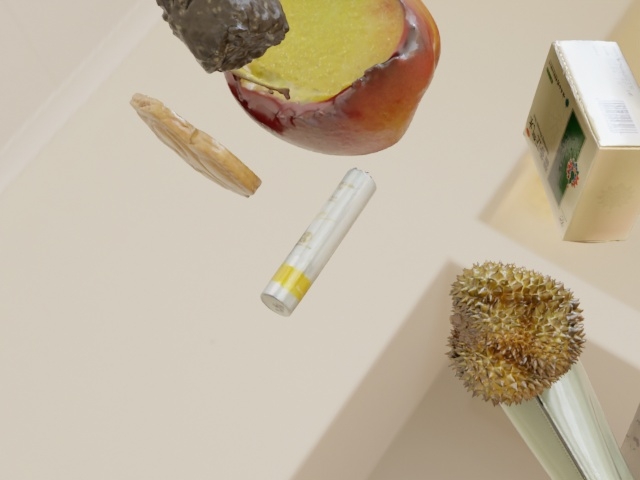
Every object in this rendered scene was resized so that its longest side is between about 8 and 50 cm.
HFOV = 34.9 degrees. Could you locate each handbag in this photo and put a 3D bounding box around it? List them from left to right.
[{"bbox_3d":[0.344,0.280,1.234,0.109,0.315,0.241,-38,-18,14],"label":"handbag"}]

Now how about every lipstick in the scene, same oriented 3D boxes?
[{"bbox_3d":[0.000,0.000,1.583,0.264,0.059,0.059,-54,-21,-24],"label":"lipstick"}]

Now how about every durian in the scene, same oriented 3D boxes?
[{"bbox_3d":[0.211,0.105,1.126,0.137,0.168,0.158,-95,22,-60],"label":"durian"}]

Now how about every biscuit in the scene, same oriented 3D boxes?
[{"bbox_3d":[-0.241,-0.174,1.894,0.051,0.376,0.269,-51,-55,-6],"label":"biscuit"}]

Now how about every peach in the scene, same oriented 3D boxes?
[{"bbox_3d":[0.030,-0.316,1.798,0.310,0.405,0.335,34,-110,-61],"label":"peach"}]

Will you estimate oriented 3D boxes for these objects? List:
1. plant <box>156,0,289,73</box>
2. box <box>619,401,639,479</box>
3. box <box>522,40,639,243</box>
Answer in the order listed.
[{"bbox_3d":[-0.129,-0.304,1.192,0.142,0.203,0.131,-40,-16,33],"label":"plant"},{"bbox_3d":[0.612,0.444,1.703,0.297,0.190,0.225,-69,22,7],"label":"box"},{"bbox_3d":[0.345,-0.128,1.306,0.168,0.095,0.212,96,169,-47],"label":"box"}]
